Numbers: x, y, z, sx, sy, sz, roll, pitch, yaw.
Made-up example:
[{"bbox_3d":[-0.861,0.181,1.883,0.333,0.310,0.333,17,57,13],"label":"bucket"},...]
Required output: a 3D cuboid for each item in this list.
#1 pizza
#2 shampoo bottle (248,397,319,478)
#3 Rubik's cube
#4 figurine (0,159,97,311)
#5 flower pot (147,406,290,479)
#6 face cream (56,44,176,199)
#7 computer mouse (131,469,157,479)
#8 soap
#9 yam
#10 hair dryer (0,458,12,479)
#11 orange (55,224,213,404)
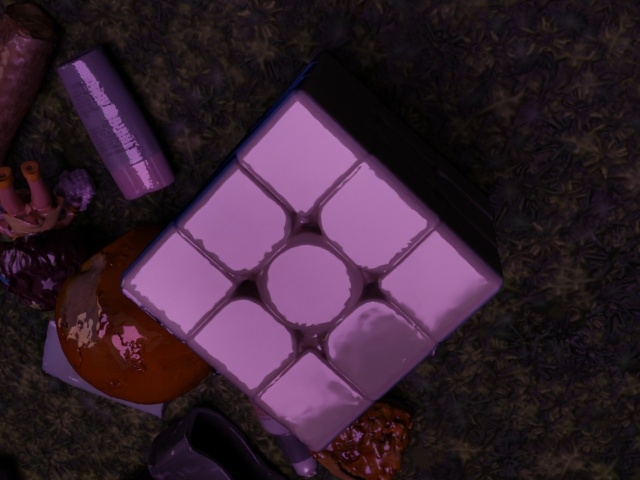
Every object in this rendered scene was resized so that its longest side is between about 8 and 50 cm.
[{"bbox_3d":[0.038,0.233,1.317,0.161,0.085,0.306,-29,108,3],"label":"pizza"},{"bbox_3d":[-0.052,0.256,1.380,0.074,0.074,0.192,-13,115,21],"label":"shampoo bottle"},{"bbox_3d":[0.000,0.000,1.080,0.291,0.290,0.292,41,108,-8],"label":"Rubik's cube"},{"bbox_3d":[-0.380,-0.009,1.276,0.174,0.116,0.240,-11,127,-10],"label":"figurine"},{"bbox_3d":[-0.151,0.364,1.446,0.108,0.103,0.229,-37,103,29],"label":"flower pot"},{"bbox_3d":[-0.264,-0.151,1.231,0.084,0.057,0.198,-16,114,22],"label":"face cream"},{"bbox_3d":[-0.309,0.475,1.556,0.264,0.088,0.147,-35,85,23],"label":"computer mouse"},{"bbox_3d":[-0.307,0.178,1.411,0.198,0.063,0.115,19,122,4],"label":"soap"},{"bbox_3d":[-0.434,-0.147,1.267,0.081,0.081,0.357,29,121,-2],"label":"yam"},{"bbox_3d":[-0.437,0.527,1.633,0.359,0.120,0.304,7,105,-1],"label":"hair dryer"},{"bbox_3d":[-0.223,0.095,1.245,0.239,0.240,0.240,6,119,11],"label":"orange"}]
